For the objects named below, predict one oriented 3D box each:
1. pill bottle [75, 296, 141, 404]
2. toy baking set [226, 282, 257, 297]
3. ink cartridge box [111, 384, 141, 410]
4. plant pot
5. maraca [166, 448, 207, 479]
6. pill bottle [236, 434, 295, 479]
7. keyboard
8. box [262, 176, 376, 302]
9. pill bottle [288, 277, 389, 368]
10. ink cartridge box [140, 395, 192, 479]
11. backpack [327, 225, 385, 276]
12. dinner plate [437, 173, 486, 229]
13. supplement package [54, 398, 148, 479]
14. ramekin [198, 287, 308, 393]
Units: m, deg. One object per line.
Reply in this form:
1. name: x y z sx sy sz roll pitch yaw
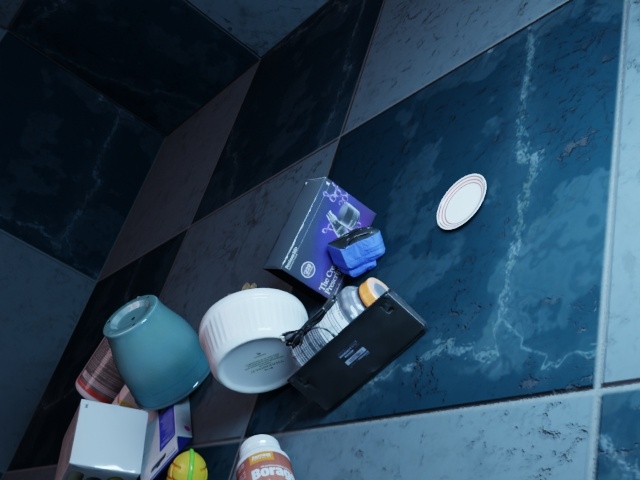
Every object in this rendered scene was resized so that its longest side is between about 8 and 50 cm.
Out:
1. pill bottle: -0.642 0.385 2.535 0.363 0.210 0.210 -57 25 -2
2. toy baking set: -0.263 0.224 2.264 0.197 0.030 0.256 -43 28 25
3. ink cartridge box: -0.585 0.517 2.389 0.198 0.115 0.067 -55 24 3
4. plant pot: -0.490 0.309 2.201 0.272 0.255 0.271 -22 27 12
5. maraca: -0.337 0.608 1.879 0.127 0.099 0.185 -100 23 -62
6. pill bottle: -0.112 0.509 1.562 0.121 0.121 0.216 -50 27 13
7. keyboard: 0.046 0.208 1.559 0.317 0.201 0.033 -44 9 23
8. box: 0.000 0.000 1.888 0.103 0.184 0.261 -4 57 60
9. pill bottle: 0.054 0.188 1.637 0.246 0.130 0.130 -44 28 24
10. ink cartridge box: -0.450 0.550 2.174 0.176 0.069 0.371 -49 24 13
11. backpack: 0.093 0.024 1.801 0.120 0.101 0.098 -29 24 -18
12. dinner plate: 0.309 -0.082 1.635 0.141 0.017 0.141 -40 30 29
13. supplement package: -0.637 0.622 2.171 0.198 0.199 0.262 -93 27 -42
14. ramekin: -0.150 0.249 1.785 0.273 0.273 0.127 -45 39 23
